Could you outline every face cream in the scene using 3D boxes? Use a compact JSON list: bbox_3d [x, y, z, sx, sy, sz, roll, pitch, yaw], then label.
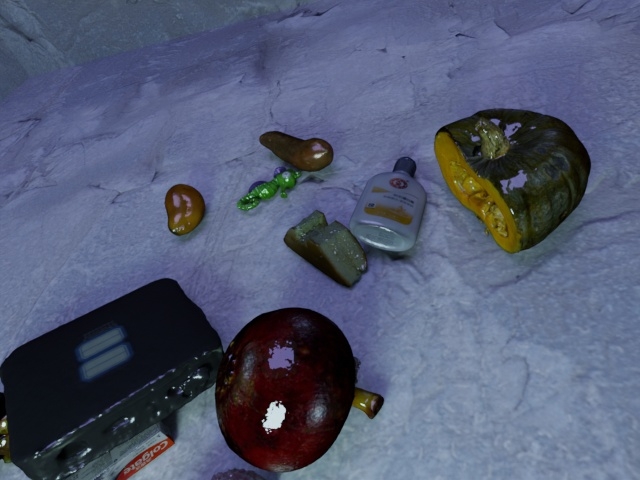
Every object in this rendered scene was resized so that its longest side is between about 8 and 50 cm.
[{"bbox_3d":[0.164,-0.092,1.026,0.143,0.071,0.291,19,42,10],"label":"face cream"}]

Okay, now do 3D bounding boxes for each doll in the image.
[{"bbox_3d":[-0.134,-0.133,1.221,0.190,0.050,0.115,-29,35,-7],"label":"doll"}]

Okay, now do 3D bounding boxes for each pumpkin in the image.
[{"bbox_3d":[0.379,-0.156,0.900,0.232,0.242,0.325,-30,46,3],"label":"pumpkin"}]

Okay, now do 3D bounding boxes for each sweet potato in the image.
[{"bbox_3d":[-0.067,-0.244,1.280,0.097,0.097,0.291,-42,40,-23],"label":"sweet potato"}]

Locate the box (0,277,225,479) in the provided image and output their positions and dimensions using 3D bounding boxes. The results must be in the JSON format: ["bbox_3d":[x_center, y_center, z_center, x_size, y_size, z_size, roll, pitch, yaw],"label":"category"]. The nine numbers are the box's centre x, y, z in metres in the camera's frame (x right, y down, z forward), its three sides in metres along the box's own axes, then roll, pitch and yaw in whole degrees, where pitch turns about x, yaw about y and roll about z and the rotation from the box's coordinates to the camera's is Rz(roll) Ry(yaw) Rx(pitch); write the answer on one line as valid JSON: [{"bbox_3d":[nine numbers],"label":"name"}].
[{"bbox_3d":[-0.381,0.221,0.855,0.359,0.091,0.350,-27,32,-26],"label":"box"}]

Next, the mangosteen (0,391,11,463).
[{"bbox_3d":[-0.589,0.343,0.842,0.151,0.137,0.137,11,46,-1],"label":"mangosteen"}]

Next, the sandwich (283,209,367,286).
[{"bbox_3d":[0.000,0.000,0.996,0.090,0.088,0.244,-37,43,-23],"label":"sandwich"}]

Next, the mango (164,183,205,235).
[{"bbox_3d":[-0.356,-0.077,1.229,0.105,0.084,0.159,-7,61,-9],"label":"mango"}]

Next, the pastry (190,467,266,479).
[{"bbox_3d":[-0.177,0.414,0.613,0.102,0.112,0.265,5,45,41],"label":"pastry"}]

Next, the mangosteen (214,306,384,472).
[{"bbox_3d":[-0.023,0.221,0.705,0.261,0.236,0.236,18,37,-22],"label":"mangosteen"}]

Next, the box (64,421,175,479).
[{"bbox_3d":[-0.347,0.377,0.759,0.218,0.055,0.039,-34,40,-16],"label":"box"}]

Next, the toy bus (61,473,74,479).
[{"bbox_3d":[-0.440,0.395,0.798,0.083,0.031,0.037,-31,52,-12],"label":"toy bus"}]
